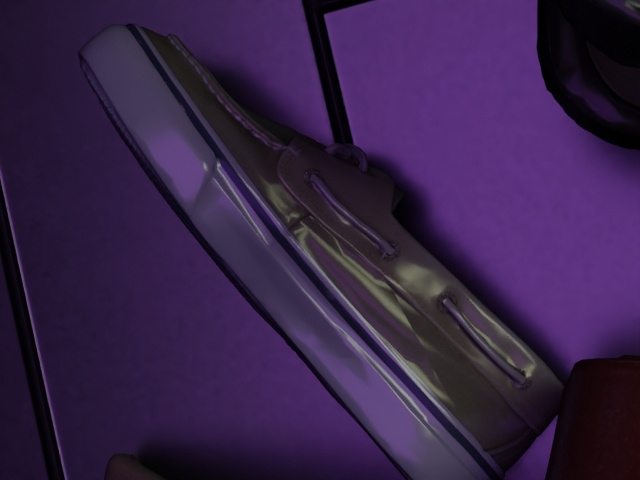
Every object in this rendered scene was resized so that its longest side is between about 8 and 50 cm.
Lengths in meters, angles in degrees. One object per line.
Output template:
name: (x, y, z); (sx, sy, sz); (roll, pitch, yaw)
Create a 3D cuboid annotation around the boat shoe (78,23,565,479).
boat shoe: (0.000, 0.000, 0.757); (0.094, 0.109, 0.302); (-40, 89, -6)

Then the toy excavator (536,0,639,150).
toy excavator: (0.280, -0.259, 0.526); (0.445, 0.222, 0.433); (-6, 83, 8)

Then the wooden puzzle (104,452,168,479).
wooden puzzle: (-0.041, 0.287, 0.667); (0.080, 0.348, 0.322); (9, 91, -26)

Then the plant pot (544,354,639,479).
plant pot: (0.189, 0.192, 0.628); (0.272, 0.272, 0.265); (6, 83, 13)
